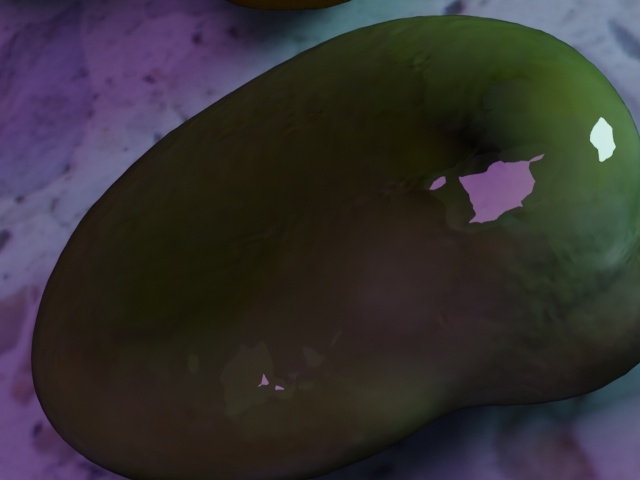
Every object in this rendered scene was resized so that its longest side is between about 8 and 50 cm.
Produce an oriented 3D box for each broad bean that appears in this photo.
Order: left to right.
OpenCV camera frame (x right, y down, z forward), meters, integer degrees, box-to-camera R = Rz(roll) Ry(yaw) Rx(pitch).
[{"bbox_3d":[0.000,0.000,0.514,0.263,0.121,0.189,-15,51,15],"label":"broad bean"}]

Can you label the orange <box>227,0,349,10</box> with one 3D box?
[{"bbox_3d":[-0.017,-0.181,0.625,0.156,0.156,0.134,-57,15,-18],"label":"orange"}]
